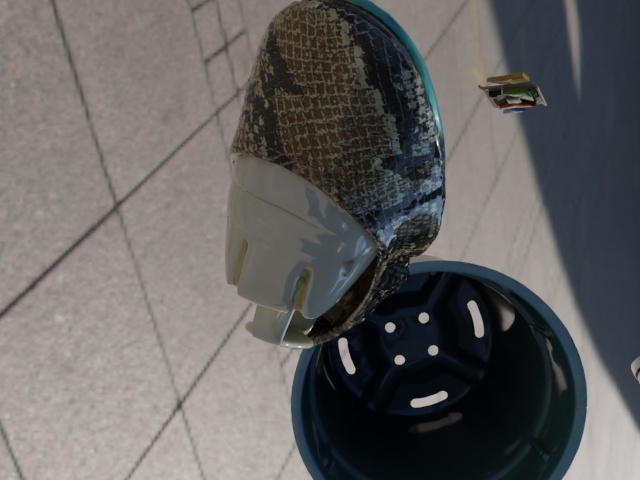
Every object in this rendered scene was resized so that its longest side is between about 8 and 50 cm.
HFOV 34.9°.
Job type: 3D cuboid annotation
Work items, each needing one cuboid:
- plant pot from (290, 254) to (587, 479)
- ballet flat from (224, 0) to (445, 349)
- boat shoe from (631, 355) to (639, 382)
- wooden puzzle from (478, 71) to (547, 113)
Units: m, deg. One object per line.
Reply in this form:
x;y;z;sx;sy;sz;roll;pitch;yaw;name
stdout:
0.133;0.166;1.332;0.334;0.341;0.341;-98;-177;-81;plant pot
0.000;0.000;0.816;0.182;0.164;0.483;-56;169;-14;ballet flat
0.449;0.154;1.197;0.324;0.117;0.096;78;-6;-67;boat shoe
0.231;-0.173;1.228;0.116;0.079;0.014;25;69;-58;wooden puzzle
